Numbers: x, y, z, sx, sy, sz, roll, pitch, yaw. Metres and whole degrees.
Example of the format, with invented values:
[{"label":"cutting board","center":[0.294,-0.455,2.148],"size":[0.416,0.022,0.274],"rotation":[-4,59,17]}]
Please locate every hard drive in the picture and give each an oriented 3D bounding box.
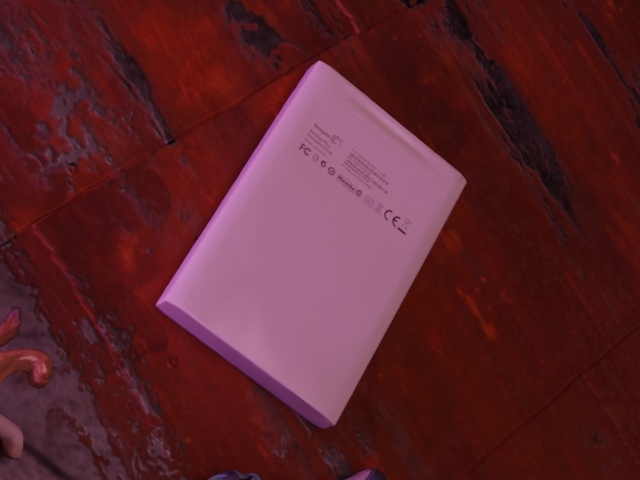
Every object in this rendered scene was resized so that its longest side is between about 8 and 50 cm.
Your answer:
[{"label":"hard drive","center":[0.000,0.000,1.561],"size":[0.233,0.047,0.353],"rotation":[38,61,-14]}]

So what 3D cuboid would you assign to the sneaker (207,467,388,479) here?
[{"label":"sneaker","center":[-0.051,0.281,1.422],"size":[0.283,0.110,0.122],"rotation":[-22,84,-31]}]

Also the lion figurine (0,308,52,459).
[{"label":"lion figurine","center":[-0.370,0.250,1.238],"size":[0.240,0.142,0.392],"rotation":[4,74,-30]}]
